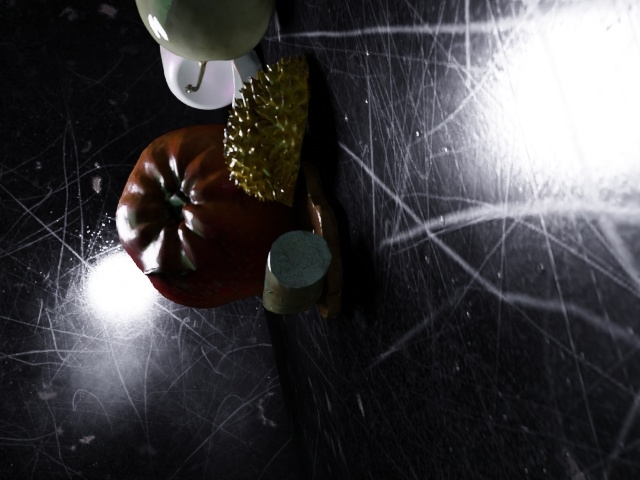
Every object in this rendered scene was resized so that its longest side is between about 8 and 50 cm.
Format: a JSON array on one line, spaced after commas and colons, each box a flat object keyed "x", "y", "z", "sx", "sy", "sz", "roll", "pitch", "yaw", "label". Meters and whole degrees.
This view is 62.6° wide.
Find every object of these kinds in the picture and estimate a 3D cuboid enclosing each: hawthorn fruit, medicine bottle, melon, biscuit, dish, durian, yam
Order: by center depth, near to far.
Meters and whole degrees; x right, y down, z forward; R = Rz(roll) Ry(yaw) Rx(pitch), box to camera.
[{"x": -0.088, "y": -0.190, "z": 0.871, "sx": 0.183, "sy": 0.137, "sz": 0.250, "roll": -109, "pitch": 30, "yaw": -88, "label": "durian"}, {"x": -0.047, "y": 0.072, "z": 0.885, "sx": 0.259, "sy": 0.106, "sz": 0.106, "roll": 106, "pitch": 150, "yaw": -66, "label": "yam"}, {"x": -0.199, "y": -0.460, "z": 0.925, "sx": 0.308, "sy": 0.271, "sz": 0.272, "roll": -61, "pitch": 38, "yaw": 41, "label": "melon"}, {"x": 0.000, "y": 0.000, "z": 0.943, "sx": 0.208, "sy": 0.041, "sz": 0.290, "roll": -132, "pitch": 33, "yaw": -66, "label": "biscuit"}, {"x": -0.202, "y": -0.040, "z": 1.135, "sx": 0.403, "sy": 0.402, "sz": 0.403, "roll": 168, "pitch": 90, "yaw": -79, "label": "hawthorn fruit"}, {"x": -0.191, "y": -0.405, "z": 1.371, "sx": 0.212, "sy": 0.077, "sz": 0.151, "roll": 90, "pitch": 162, "yaw": -45, "label": "dish"}, {"x": -0.351, "y": -0.566, "z": 1.565, "sx": 0.241, "sy": 0.241, "sz": 0.302, "roll": 92, "pitch": 162, "yaw": -50, "label": "medicine bottle"}]
